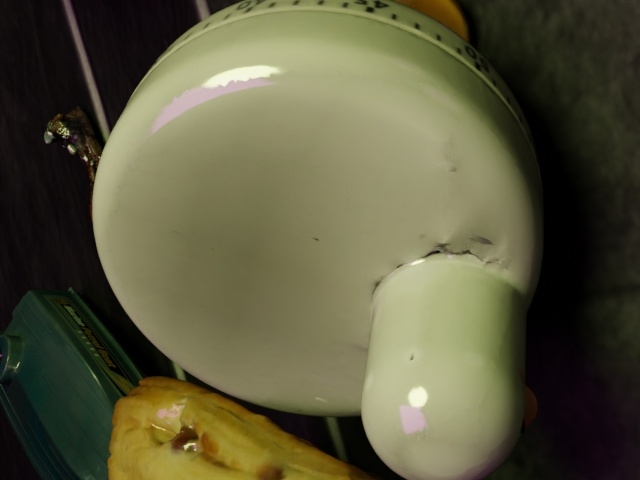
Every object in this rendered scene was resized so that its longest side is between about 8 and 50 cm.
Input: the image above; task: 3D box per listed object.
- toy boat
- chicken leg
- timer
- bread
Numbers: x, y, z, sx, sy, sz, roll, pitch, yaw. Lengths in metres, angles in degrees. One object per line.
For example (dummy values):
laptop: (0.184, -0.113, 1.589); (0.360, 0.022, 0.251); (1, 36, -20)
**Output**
toy boat: (-0.175, 0.144, 0.860); (0.296, 0.122, 0.114); (36, 107, 48)
chicken leg: (-0.144, -0.037, 0.833); (0.253, 0.051, 0.106); (24, 112, 43)
timer: (0.000, 0.000, 0.541); (0.233, 0.240, 0.234); (5, 127, 7)
bread: (-0.007, 0.170, 0.623); (0.235, 0.210, 0.099); (14, 75, 48)
